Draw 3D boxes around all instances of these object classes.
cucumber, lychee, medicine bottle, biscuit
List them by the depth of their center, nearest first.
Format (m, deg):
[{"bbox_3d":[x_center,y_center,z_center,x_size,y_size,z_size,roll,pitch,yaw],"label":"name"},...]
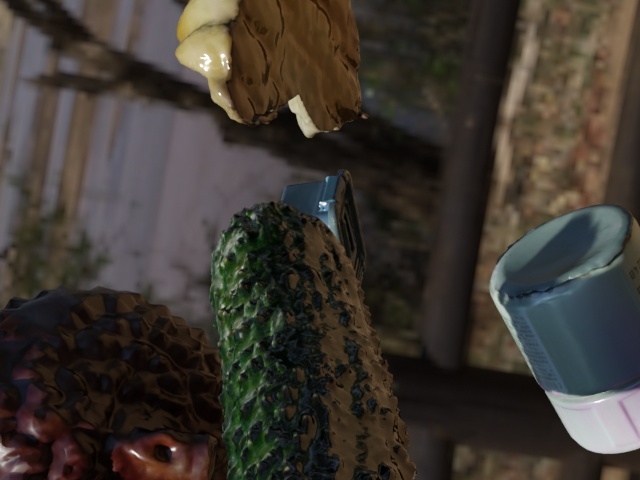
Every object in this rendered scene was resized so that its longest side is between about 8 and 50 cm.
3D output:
[{"bbox_3d":[-0.011,0.079,0.999,0.359,0.096,0.096,-105,27,-64],"label":"cucumber"},{"bbox_3d":[-0.031,-0.118,1.146,0.183,0.061,0.118,2,-93,-64],"label":"biscuit"},{"bbox_3d":[-0.199,0.184,1.531,0.330,0.306,0.306,-19,59,46],"label":"lychee"},{"bbox_3d":[0.227,0.072,1.602,0.168,0.135,0.135,60,180,-19],"label":"medicine bottle"}]

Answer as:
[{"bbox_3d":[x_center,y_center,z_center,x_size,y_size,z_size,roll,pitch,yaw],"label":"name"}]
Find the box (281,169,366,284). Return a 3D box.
[{"bbox_3d":[0.000,0.000,1.562,0.074,0.054,0.099,-73,-24,-52],"label":"box"}]
